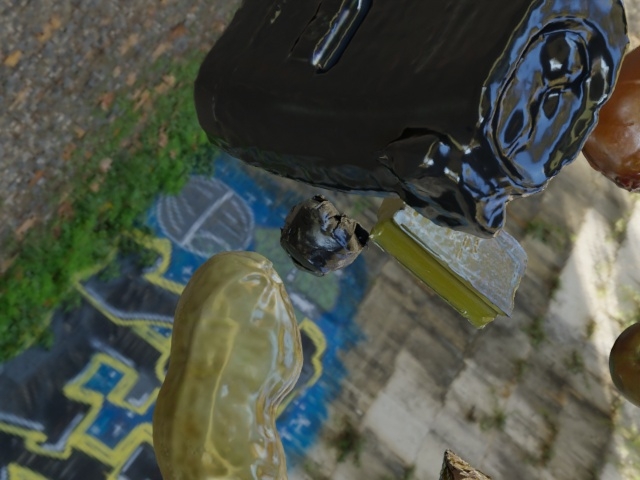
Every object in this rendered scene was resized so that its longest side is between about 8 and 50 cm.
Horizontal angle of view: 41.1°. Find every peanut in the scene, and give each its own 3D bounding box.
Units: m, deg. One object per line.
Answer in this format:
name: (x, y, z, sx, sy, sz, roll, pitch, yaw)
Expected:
peanut: (-0.094, 0.156, 0.885, 0.147, 0.147, 0.305, 134, -32, -59)

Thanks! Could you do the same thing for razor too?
razor: (0.042, -0.118, 0.602, 0.327, 0.107, 0.189, 23, -100, 51)

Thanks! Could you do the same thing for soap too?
soap: (0.188, 0.007, 1.219, 0.076, 0.233, 0.135, -32, -156, 46)

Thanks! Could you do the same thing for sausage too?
sausage: (0.344, -0.137, 0.800, 0.258, 0.133, 0.133, -31, 175, -22)

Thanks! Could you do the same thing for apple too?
apple: (0.316, 0.116, 0.794, 0.090, 0.074, 0.089, -22, -126, 34)

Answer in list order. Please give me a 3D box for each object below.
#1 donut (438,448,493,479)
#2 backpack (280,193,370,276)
donut: (0.135, 0.239, 0.466, 0.112, 0.295, 0.151, -54, 145, -1)
backpack: (-0.003, -0.002, 1.217, 0.106, 0.120, 0.165, -49, 173, 11)
